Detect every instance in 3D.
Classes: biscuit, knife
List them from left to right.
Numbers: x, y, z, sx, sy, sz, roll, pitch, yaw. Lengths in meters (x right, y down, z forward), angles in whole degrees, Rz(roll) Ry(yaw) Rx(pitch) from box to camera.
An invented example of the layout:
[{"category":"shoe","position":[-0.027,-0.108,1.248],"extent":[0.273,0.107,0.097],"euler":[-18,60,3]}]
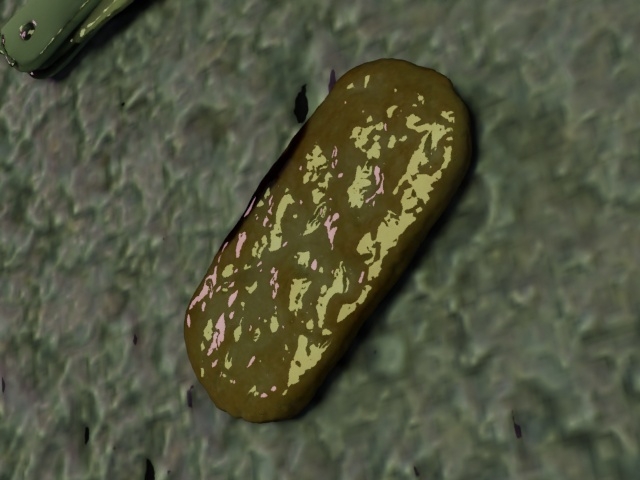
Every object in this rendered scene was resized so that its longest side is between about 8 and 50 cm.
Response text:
[{"category":"knife","position":[-0.077,-0.125,0.553],"extent":[0.162,0.023,0.044],"euler":[-39,61,20]},{"category":"biscuit","position":[0.000,0.000,0.464],"extent":[0.071,0.018,0.147],"euler":[41,100,34]}]
